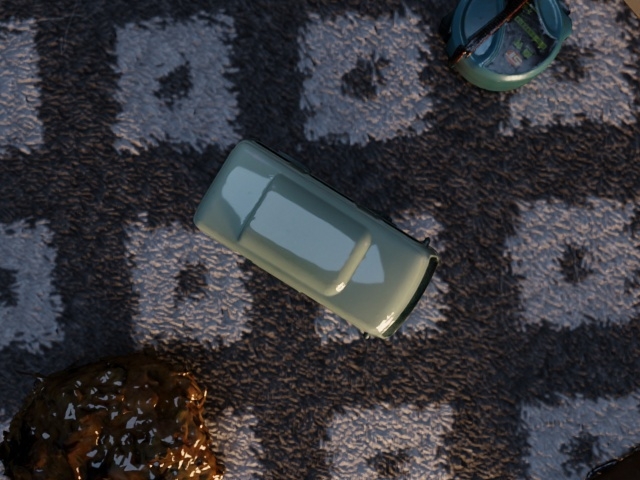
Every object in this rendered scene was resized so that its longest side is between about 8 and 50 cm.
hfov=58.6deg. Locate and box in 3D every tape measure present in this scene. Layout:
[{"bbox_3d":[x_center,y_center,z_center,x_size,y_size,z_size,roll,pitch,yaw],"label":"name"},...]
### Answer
[{"bbox_3d":[0.217,-0.243,0.664,0.146,0.081,0.125,-41,89,4],"label":"tape measure"}]

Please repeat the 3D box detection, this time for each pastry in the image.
[{"bbox_3d":[-0.228,0.237,0.670,0.275,0.193,0.274,3,119,6],"label":"pastry"}]

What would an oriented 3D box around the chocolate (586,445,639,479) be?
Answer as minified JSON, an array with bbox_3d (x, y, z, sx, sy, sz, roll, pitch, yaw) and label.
[{"bbox_3d":[0.386,0.362,0.698,0.214,0.093,0.148,-37,91,4],"label":"chocolate"}]

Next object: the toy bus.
[{"bbox_3d":[0.000,0.000,0.644,0.271,0.165,0.133,32,94,-1],"label":"toy bus"}]

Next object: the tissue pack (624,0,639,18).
[{"bbox_3d":[0.448,-0.378,0.622,0.246,0.136,0.159,-43,93,4],"label":"tissue pack"}]
